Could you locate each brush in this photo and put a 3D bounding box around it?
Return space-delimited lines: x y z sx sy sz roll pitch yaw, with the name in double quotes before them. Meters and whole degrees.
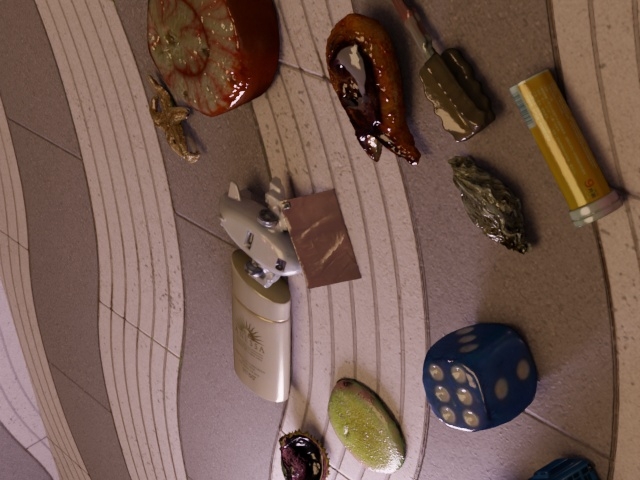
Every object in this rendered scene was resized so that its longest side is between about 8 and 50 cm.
"brush" 0.160 -0.289 1.583 0.301 0.071 0.084 61 151 8

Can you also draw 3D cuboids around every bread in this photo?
"bread" -0.207 -0.389 1.945 0.295 0.114 0.327 41 142 24
"bread" 0.090 0.400 2.228 0.228 0.033 0.228 34 141 34
"bread" 0.086 -0.245 1.699 0.139 0.095 0.269 18 143 48

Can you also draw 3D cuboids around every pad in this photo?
"pad" 0.000 0.000 2.002 0.113 0.006 0.187 -13 109 16

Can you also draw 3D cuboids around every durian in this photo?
"durian" -0.035 0.509 2.447 0.108 0.119 0.186 -97 -1 -78

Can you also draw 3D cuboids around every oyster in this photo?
"oyster" 0.263 -0.054 1.630 0.177 0.064 0.125 56 163 -13

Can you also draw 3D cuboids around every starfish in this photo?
"starfish" -0.327 -0.258 2.260 0.150 0.053 0.209 -12 103 51

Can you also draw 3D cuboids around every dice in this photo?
"dice" 0.267 0.229 1.763 0.146 0.146 0.143 -4 109 50

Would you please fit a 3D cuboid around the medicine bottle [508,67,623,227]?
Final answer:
"medicine bottle" 0.338 -0.129 1.459 0.074 0.074 0.218 -25 93 57

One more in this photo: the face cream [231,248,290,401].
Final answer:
"face cream" -0.131 0.193 2.317 0.173 0.081 0.348 35 140 33

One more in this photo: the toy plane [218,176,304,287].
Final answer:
"toy plane" -0.113 -0.021 2.106 0.245 0.117 0.244 21 124 36

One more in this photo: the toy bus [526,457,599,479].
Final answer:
"toy bus" 0.380 0.434 1.738 0.090 0.185 0.106 -27 85 56
